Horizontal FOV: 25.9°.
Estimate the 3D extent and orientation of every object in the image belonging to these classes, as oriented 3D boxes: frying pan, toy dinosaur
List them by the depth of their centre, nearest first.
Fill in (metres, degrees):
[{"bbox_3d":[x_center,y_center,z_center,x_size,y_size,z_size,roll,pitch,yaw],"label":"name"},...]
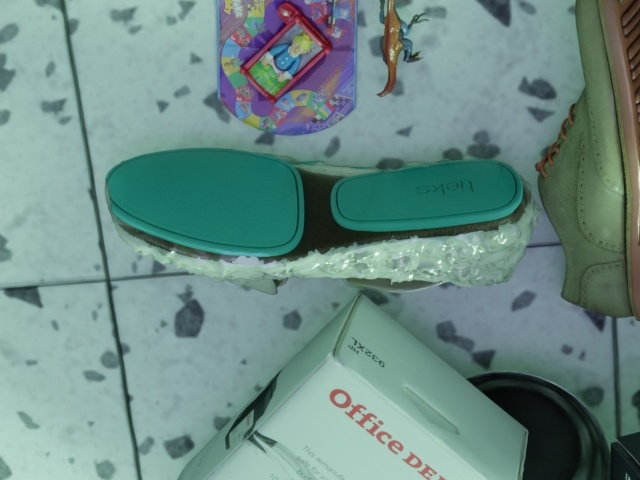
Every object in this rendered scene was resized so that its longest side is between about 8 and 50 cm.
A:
[{"bbox_3d":[0.073,-0.189,1.268,0.047,0.090,0.082,3,153,13],"label":"toy dinosaur"},{"bbox_3d":[0.132,0.228,1.414,0.326,0.053,0.197,-12,106,20],"label":"frying pan"}]

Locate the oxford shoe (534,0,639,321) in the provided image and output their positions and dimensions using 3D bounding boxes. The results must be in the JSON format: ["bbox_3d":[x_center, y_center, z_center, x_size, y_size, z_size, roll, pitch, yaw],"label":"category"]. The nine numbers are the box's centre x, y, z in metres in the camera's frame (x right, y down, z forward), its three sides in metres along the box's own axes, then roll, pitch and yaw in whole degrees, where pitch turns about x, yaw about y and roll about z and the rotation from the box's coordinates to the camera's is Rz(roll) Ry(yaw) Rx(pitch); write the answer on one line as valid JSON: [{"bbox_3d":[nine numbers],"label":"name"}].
[{"bbox_3d":[0.248,-0.078,1.257,0.130,0.123,0.348,4,116,31],"label":"oxford shoe"}]

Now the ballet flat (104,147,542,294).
[{"bbox_3d":[0.000,0.000,1.311,0.409,0.147,0.147,2,108,4],"label":"ballet flat"}]

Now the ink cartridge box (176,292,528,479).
[{"bbox_3d":[0.016,0.237,1.349,0.223,0.129,0.307,39,119,-7],"label":"ink cartridge box"}]

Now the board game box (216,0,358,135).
[{"bbox_3d":[-0.033,-0.176,1.298,0.133,0.033,0.168,2,108,3],"label":"board game box"}]

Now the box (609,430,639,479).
[{"bbox_3d":[0.427,0.328,1.313,0.318,0.097,0.394,-12,119,-15],"label":"box"}]
